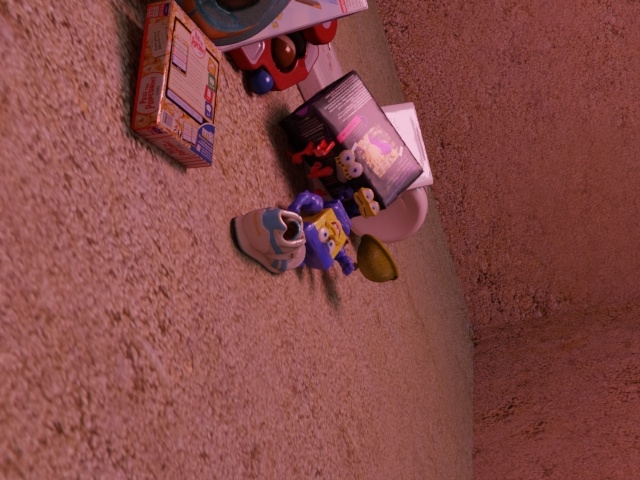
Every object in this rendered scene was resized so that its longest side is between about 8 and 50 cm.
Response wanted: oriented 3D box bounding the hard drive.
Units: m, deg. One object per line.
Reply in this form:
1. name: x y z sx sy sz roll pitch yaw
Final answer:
1. hard drive: 0.106 -0.205 1.637 0.040 0.318 0.210 -16 -93 65

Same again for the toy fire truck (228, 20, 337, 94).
1. toy fire truck: -0.109 -0.433 1.376 0.254 0.169 0.302 -63 143 -27

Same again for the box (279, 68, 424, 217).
1. box: 0.067 -0.202 1.495 0.143 0.165 0.270 -43 105 -26

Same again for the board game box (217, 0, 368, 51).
1. board game box: -0.103 -0.522 1.208 0.066 0.317 0.319 10 -61 64

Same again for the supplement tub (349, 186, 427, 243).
1. supplement tub: 0.178 -0.164 1.882 0.316 0.228 0.228 -78 148 -55

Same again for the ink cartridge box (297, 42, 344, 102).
1. ink cartridge box: -0.024 -0.485 1.781 0.261 0.066 0.296 -82 153 -50

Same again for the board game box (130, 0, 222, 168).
1. board game box: -0.202 -0.221 0.996 0.147 0.045 0.194 39 51 -63

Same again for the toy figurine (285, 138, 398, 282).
1. toy figurine: 0.000 0.000 1.439 0.217 0.191 0.363 -48 125 -35

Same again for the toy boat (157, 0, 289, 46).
1. toy boat: -0.192 -0.390 0.993 0.318 0.267 0.148 20 54 -32

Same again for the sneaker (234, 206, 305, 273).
1. sneaker: -0.065 0.001 1.223 0.228 0.092 0.088 30 47 -68
